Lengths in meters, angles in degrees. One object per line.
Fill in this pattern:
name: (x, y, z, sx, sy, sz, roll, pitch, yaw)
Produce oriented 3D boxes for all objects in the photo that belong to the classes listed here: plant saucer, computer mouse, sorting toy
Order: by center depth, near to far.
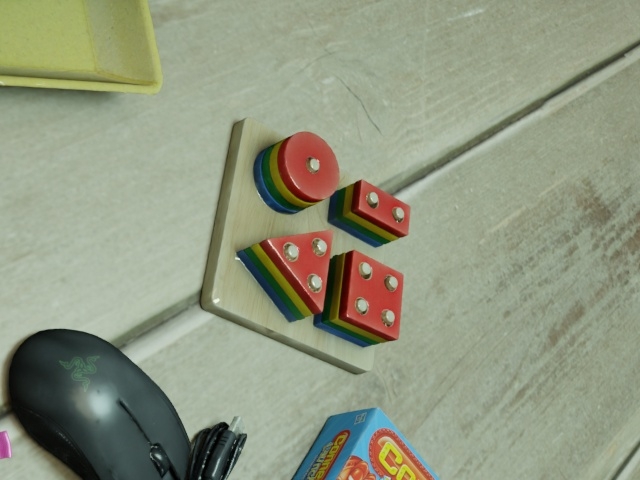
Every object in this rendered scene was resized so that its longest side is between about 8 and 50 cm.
computer mouse: (-0.187, 0.188, 1.014, 0.272, 0.072, 0.188, 47, 49, -20)
plant saucer: (-0.346, -0.300, 1.046, 0.333, 0.081, 0.332, -4, 77, -43)
sorting toy: (0.000, 0.000, 1.250, 0.255, 0.089, 0.257, 27, 58, -34)

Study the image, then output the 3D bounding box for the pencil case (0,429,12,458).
pencil case: (-0.379, 0.189, 0.813, 0.236, 0.104, 0.104, -5, 78, -43)

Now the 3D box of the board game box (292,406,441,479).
board game box: (0.064, 0.406, 1.157, 0.308, 0.086, 0.302, 51, 47, -17)
